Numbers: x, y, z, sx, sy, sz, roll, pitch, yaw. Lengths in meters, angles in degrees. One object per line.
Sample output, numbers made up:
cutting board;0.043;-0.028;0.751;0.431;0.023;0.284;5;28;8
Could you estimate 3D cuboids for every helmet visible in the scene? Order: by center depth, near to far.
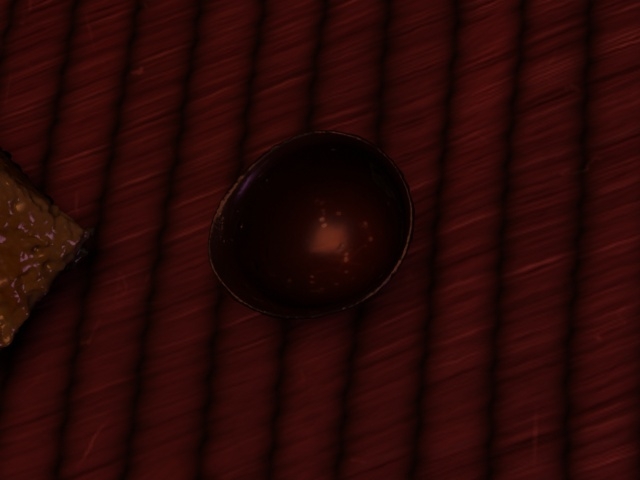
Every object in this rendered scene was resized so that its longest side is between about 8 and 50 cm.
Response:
helmet;0.000;0.000;0.854;0.175;0.106;0.155;-29;72;4

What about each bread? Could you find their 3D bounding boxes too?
bread;-0.352;-0.013;0.869;0.262;0.162;0.204;38;93;22
